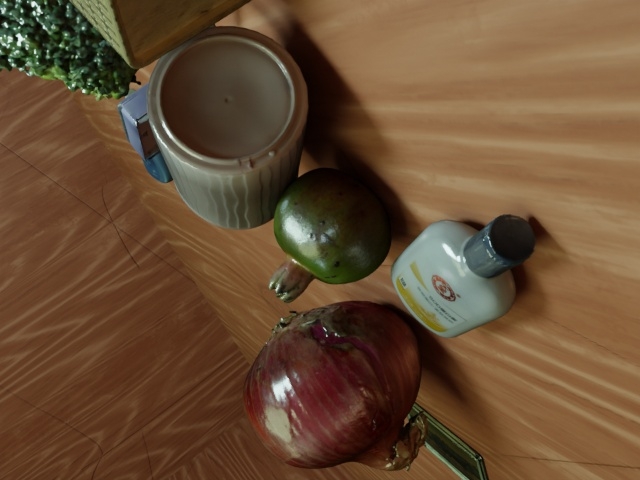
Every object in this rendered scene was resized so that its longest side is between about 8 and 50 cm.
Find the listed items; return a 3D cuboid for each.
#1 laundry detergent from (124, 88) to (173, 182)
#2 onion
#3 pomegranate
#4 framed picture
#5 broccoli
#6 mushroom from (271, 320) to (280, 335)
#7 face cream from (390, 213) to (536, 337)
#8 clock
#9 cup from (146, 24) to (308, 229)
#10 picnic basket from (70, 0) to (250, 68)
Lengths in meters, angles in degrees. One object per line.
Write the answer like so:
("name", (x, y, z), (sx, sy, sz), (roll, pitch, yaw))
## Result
("laundry detergent", (-0.487, -0.298, 1.690), (0.143, 0.094, 0.289), (48, 162, 31))
("onion", (0.023, 0.249, 1.093), (0.353, 0.354, 0.353), (46, 160, 22))
("pomegranate", (0.000, 0.000, 0.871), (0.180, 0.209, 0.180), (42, 174, 6))
("framed picture", (0.279, 0.466, 1.346), (0.252, 0.014, 0.197), (32, 152, 47))
("broccoli", (-0.438, -0.381, 1.039), (0.293, 0.348, 0.281), (67, 168, -21))
("mushroom", (-0.042, 0.293, 1.693), (0.159, 0.122, 0.329), (20, 170, -16))
("face cream", (0.175, 0.043, 0.740), (0.144, 0.071, 0.291), (51, 161, 7))
("clock", (-0.377, -0.283, 1.372), (0.073, 0.145, 0.193), (46, 161, 6))
("cup", (-0.122, -0.180, 0.859), (0.209, 0.288, 0.273), (8, 169, -4))
("picnic basket", (-0.187, -0.377, 0.613), (0.175, 0.228, 0.312), (46, 162, 13))
